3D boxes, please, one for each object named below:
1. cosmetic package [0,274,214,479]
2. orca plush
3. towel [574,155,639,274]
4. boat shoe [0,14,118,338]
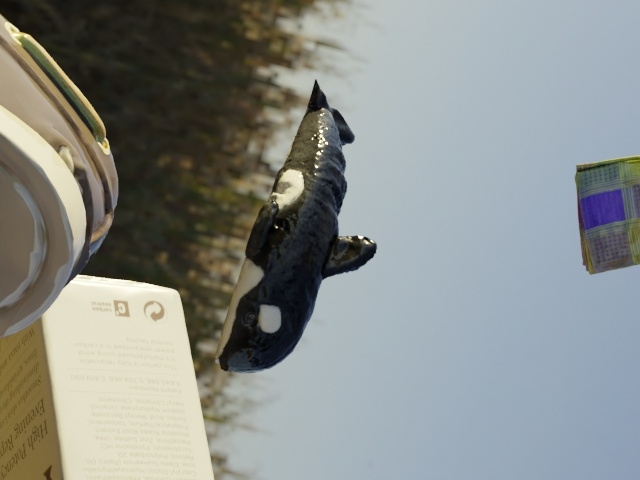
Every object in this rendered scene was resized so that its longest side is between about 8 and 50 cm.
[{"bbox_3d":[-0.108,0.145,0.816,0.117,0.085,0.231,-50,-137,44],"label":"cosmetic package"},{"bbox_3d":[0.000,0.000,1.487,0.287,0.102,0.151,-69,174,-45],"label":"orca plush"},{"bbox_3d":[0.201,-0.017,1.123,0.009,0.060,0.083,-92,172,-59],"label":"towel"},{"bbox_3d":[-0.212,-0.095,0.632,0.116,0.324,0.097,-49,-175,22],"label":"boat shoe"}]
